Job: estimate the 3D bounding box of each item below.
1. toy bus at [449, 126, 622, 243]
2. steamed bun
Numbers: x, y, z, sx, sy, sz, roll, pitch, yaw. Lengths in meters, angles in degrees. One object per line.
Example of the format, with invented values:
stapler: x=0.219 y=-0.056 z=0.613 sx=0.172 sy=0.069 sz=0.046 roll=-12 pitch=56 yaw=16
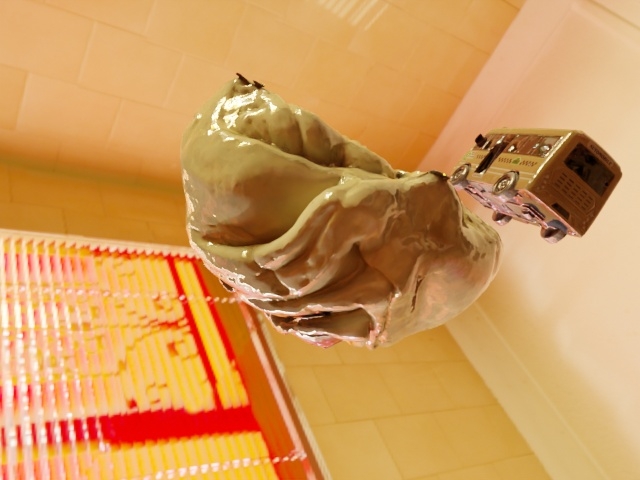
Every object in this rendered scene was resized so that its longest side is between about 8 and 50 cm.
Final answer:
toy bus: x=0.345 y=-0.109 z=0.952 sx=0.157 sy=0.139 sz=0.289 roll=-53 pitch=-166 yaw=3
steamed bun: x=0.000 y=0.000 z=0.572 sx=0.320 sy=0.275 sz=0.206 roll=33 pitch=-88 yaw=21
